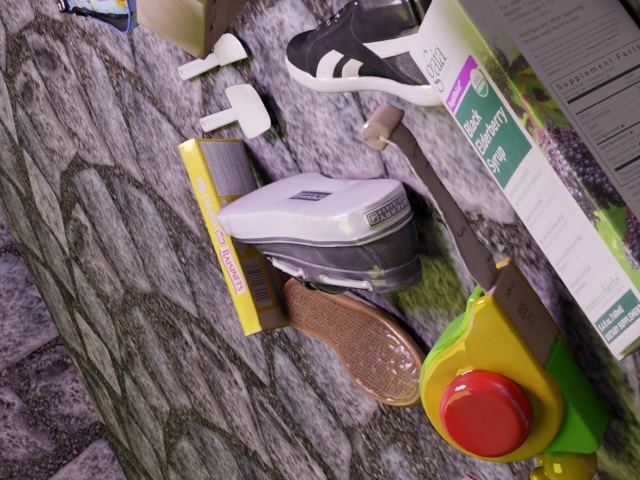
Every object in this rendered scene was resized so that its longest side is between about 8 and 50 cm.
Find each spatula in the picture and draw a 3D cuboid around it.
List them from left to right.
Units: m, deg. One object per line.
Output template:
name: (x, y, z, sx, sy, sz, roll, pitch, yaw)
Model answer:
spatula: (-0.117, -0.180, 1.537, 0.168, 0.019, 0.242, 64, 160, -7)

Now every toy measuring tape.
toy measuring tape: (0.099, 0.058, 1.108, 0.330, 0.121, 0.121, 55, 162, -12)

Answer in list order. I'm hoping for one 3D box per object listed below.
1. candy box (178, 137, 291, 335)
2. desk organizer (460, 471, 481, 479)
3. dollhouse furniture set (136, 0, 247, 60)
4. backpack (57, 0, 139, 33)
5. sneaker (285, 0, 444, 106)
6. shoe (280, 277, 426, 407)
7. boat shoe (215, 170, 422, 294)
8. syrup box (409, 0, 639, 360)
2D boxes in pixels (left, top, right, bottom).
candy box: (-0.079, -0.006, 1.521, 0.105, 0.027, 0.205, -5, -106, -68)
desk organizer: (0.153, 0.296, 1.429, 0.047, 0.050, 0.130, 21, 135, 62)
dollhouse furniture set: (-0.116, -0.324, 0.851, 0.303, 0.286, 0.198, 30, 154, 6)
backpack: (-0.201, -0.289, 1.457, 0.173, 0.117, 0.158, 34, 146, 54)
sneaker: (0.039, -0.172, 1.081, 0.217, 0.079, 0.121, 16, 128, 53)
shoe: (0.045, 0.093, 1.444, 0.219, 0.058, 0.076, 37, 112, 45)
boat shoe: (0.000, 0.000, 1.363, 0.301, 0.108, 0.102, 4, 119, 60)
syrup box: (0.159, -0.060, 0.881, 0.237, 0.096, 0.093, 57, 160, 13)
